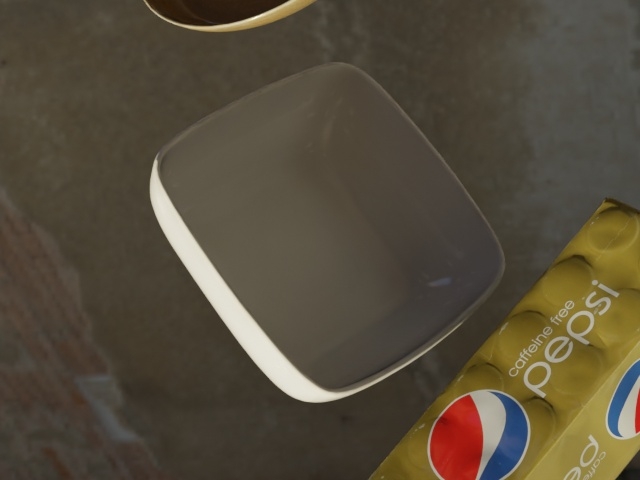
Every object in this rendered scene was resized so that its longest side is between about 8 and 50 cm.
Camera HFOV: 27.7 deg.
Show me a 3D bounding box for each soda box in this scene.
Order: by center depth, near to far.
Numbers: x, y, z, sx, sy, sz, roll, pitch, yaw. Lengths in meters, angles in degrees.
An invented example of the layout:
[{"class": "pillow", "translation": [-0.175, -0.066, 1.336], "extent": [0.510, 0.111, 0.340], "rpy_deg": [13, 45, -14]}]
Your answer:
[{"class": "soda box", "translation": [0.097, 0.072, 0.550], "extent": [0.181, 0.061, 0.058], "rpy_deg": [-48, -45, -8]}]

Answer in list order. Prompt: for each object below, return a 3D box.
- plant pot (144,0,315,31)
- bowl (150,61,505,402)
[{"class": "plant pot", "translation": [-0.030, -0.241, 0.939], "extent": [0.032, 0.236, 0.236], "rpy_deg": [44, -140, -45]}, {"class": "bowl", "translation": [0.000, 0.000, 0.599], "extent": [0.142, 0.053, 0.142], "rpy_deg": [-31, -101, -35]}]
